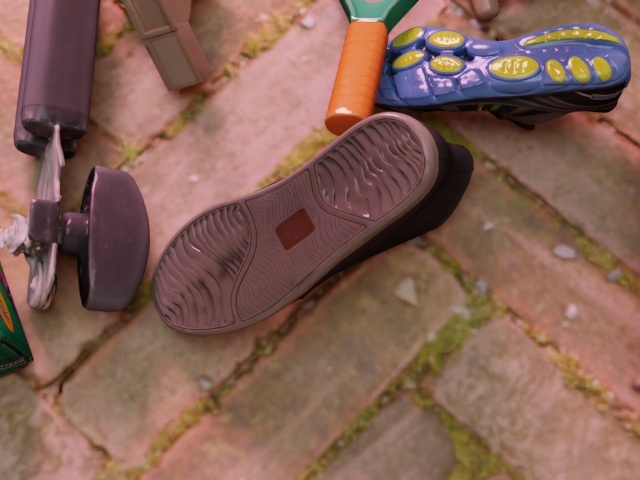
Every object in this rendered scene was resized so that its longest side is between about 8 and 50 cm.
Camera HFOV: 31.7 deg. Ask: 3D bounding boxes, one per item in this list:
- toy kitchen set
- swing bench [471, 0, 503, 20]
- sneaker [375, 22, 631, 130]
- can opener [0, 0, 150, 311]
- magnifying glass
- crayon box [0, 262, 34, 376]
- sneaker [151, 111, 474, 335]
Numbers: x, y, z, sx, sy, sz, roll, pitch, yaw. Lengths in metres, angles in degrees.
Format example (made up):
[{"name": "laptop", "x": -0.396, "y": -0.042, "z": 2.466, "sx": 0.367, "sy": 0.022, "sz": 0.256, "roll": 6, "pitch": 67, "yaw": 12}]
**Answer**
[{"name": "toy kitchen set", "x": -0.108, "y": -0.159, "z": 0.821, "sx": 0.068, "sy": 0.075, "sz": 0.083, "roll": -8, "pitch": 29, "yaw": 34}, {"name": "swing bench", "x": 0.198, "y": -0.331, "z": 0.807, "sx": 0.253, "sy": 0.165, "sz": 0.255, "roll": -15, "pitch": 67, "yaw": -4}, {"name": "sneaker", "x": 0.117, "y": -0.105, "z": 0.779, "sx": 0.188, "sy": 0.078, "sz": 0.067, "roll": 1, "pitch": 60, "yaw": 16}, {"name": "can opener", "x": -0.169, "y": -0.084, "z": 0.777, "sx": 0.093, "sy": 0.074, "sz": 0.280, "roll": 5, "pitch": 71, "yaw": -24}, {"name": "magnifying glass", "x": 0.037, "y": -0.162, "z": 0.781, "sx": 0.092, "sy": 0.026, "sz": 0.231, "roll": 3, "pitch": 54, "yaw": 12}, {"name": "crayon box", "x": -0.348, "y": 0.048, "z": 0.721, "sx": 0.278, "sy": 0.081, "sz": 0.165, "roll": -21, "pitch": 73, "yaw": -6}, {"name": "sneaker", "x": 0.000, "y": 0.000, "z": 0.747, "sx": 0.222, "sy": 0.118, "sz": 0.083, "roll": -29, "pitch": 75, "yaw": 22}]
